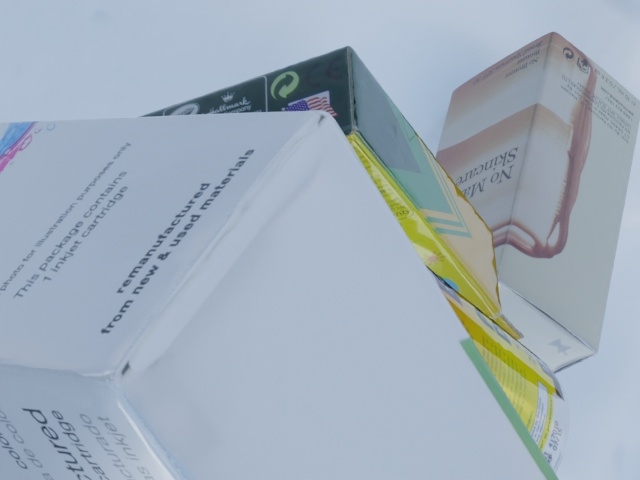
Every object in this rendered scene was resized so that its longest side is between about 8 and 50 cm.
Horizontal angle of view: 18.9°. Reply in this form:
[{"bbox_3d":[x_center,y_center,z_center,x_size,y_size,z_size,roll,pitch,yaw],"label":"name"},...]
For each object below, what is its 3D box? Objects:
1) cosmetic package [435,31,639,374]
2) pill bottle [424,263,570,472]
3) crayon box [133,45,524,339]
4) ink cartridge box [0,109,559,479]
[{"bbox_3d":[0.181,-0.024,1.744,0.129,0.296,0.153,35,139,-25],"label":"cosmetic package"},{"bbox_3d":[0.048,0.078,1.114,0.117,0.117,0.215,-12,147,33],"label":"pill bottle"},{"bbox_3d":[0.000,0.000,1.419,0.202,0.081,0.318,-17,144,19],"label":"crayon box"},{"bbox_3d":[-0.077,0.067,0.666,0.278,0.117,0.201,2,134,45],"label":"ink cartridge box"}]
